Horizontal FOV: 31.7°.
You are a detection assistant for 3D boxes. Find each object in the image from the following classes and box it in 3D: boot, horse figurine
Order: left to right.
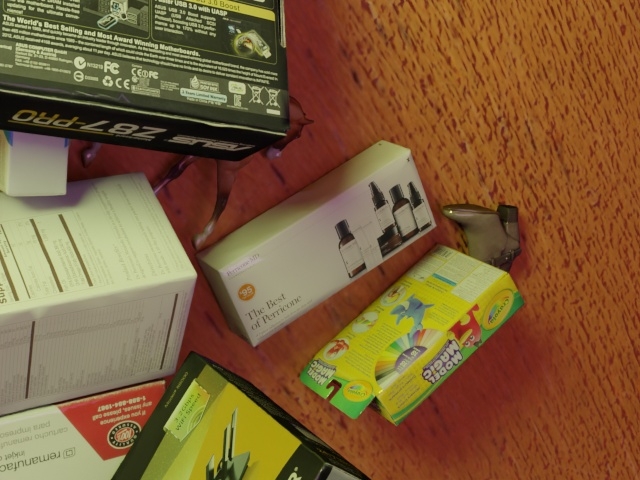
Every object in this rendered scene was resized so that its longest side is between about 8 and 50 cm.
[{"bbox_3d":[-0.133,-0.111,1.029,0.263,0.066,0.174,38,91,-36],"label":"horse figurine"},{"bbox_3d":[0.180,0.003,1.266,0.118,0.042,0.087,1,106,-31],"label":"boot"}]

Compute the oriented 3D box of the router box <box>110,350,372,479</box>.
[{"bbox_3d":[-0.109,0.273,0.913,0.081,0.243,0.309,34,86,-34],"label":"router box"}]

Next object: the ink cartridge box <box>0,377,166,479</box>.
[{"bbox_3d":[-0.244,0.254,1.041,0.197,0.114,0.273,-11,111,-28],"label":"ink cartridge box"}]

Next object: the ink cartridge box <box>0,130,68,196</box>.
[{"bbox_3d":[-0.252,-0.092,0.929,0.052,0.122,0.088,-3,107,-34],"label":"ink cartridge box"}]

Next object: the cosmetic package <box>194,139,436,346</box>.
[{"bbox_3d":[0.000,0.000,1.145,0.239,0.060,0.099,-33,118,-19],"label":"cosmetic package"}]

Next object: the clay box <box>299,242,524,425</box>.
[{"bbox_3d":[0.093,0.105,1.191,0.222,0.127,0.053,-42,121,-13],"label":"clay box"}]

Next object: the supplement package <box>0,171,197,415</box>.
[{"bbox_3d":[-0.248,0.049,0.939,0.244,0.134,0.139,-10,139,-28],"label":"supplement package"}]

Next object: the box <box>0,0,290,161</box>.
[{"bbox_3d":[-0.215,-0.240,0.847,0.395,0.097,0.318,4,77,-32],"label":"box"}]
